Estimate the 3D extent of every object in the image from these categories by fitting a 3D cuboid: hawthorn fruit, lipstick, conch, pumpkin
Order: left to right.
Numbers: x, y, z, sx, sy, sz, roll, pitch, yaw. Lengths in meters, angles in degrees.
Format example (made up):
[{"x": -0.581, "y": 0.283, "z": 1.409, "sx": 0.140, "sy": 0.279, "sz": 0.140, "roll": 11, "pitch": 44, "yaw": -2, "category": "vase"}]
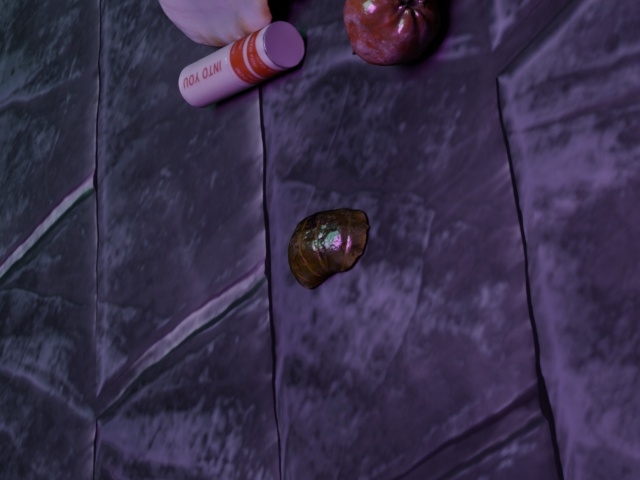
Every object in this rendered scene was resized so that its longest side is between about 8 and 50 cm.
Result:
[{"x": -0.074, "y": -0.210, "z": 1.437, "sx": 0.176, "sy": 0.094, "sz": 0.104, "roll": 31, "pitch": 85, "yaw": 33, "category": "conch"}, {"x": -0.064, "y": -0.138, "z": 1.391, "sx": 0.131, "sy": 0.038, "sz": 0.038, "roll": -18, "pitch": 57, "yaw": 54, "category": "lipstick"}, {"x": -0.001, "y": 0.000, "z": 1.218, "sx": 0.083, "sy": 0.028, "sz": 0.050, "roll": -26, "pitch": 49, "yaw": 45, "category": "pumpkin"}, {"x": 0.039, "y": -0.148, "z": 1.211, "sx": 0.103, "sy": 0.067, "sz": 0.067, "roll": -21, "pitch": 54, "yaw": 57, "category": "hawthorn fruit"}]
